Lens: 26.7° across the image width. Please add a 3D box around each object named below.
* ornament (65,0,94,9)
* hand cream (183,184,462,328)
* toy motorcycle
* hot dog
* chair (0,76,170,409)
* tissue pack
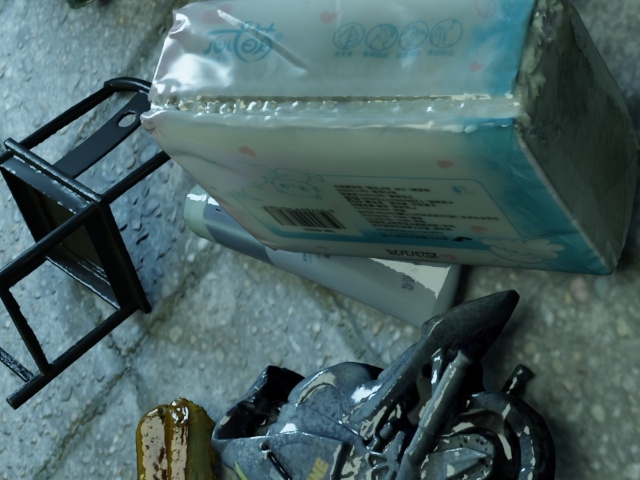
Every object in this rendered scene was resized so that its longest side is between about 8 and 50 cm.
[{"bbox_3d":[-0.209,-0.259,1.228,0.068,0.041,0.092,-35,54,25],"label":"ornament"},{"bbox_3d":[0.000,0.000,1.015,0.255,0.048,0.079,17,99,37],"label":"hand cream"},{"bbox_3d":[0.023,0.149,0.938,0.307,0.108,0.173,-27,62,31],"label":"toy motorcycle"},{"bbox_3d":[-0.115,0.207,1.080,0.071,0.045,0.165,-11,77,40],"label":"hot dog"},{"bbox_3d":[-0.216,-0.010,1.144,0.260,0.141,0.155,-39,48,-24],"label":"chair"},{"bbox_3d":[0.049,-0.069,0.863,0.271,0.201,0.124,3,63,31],"label":"tissue pack"}]
